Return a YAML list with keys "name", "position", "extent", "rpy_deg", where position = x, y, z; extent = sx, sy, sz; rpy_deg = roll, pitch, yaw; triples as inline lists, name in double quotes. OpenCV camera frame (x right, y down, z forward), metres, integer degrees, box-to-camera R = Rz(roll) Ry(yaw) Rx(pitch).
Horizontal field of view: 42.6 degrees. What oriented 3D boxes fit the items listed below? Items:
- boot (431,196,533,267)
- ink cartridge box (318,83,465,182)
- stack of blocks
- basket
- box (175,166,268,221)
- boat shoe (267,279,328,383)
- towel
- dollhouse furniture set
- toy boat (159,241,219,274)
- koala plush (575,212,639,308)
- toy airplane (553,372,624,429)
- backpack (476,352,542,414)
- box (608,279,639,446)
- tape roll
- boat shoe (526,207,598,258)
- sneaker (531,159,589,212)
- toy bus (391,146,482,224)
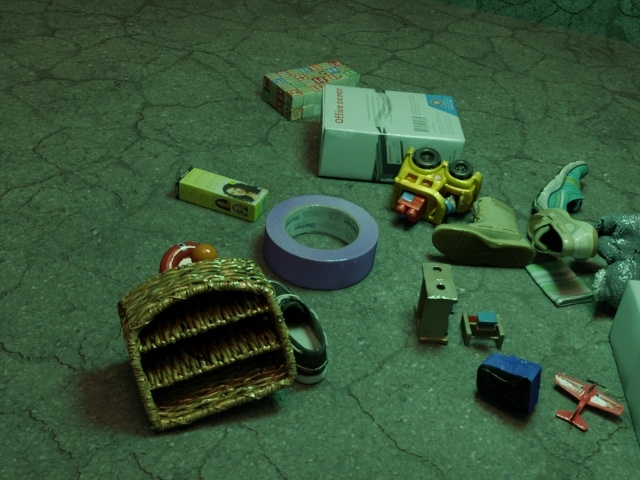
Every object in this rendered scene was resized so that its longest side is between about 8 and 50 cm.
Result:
- name: "boot"
  position: [0.397, -0.034, 2.090]
  extent: [0.261, 0.095, 0.203]
  rpy_deg: [8, 37, -9]
- name: "ink cartridge box"
  position: [0.192, -0.306, 2.374]
  extent: [0.394, 0.166, 0.285]
  rpy_deg: [5, 35, -3]
- name: "stack of blocks"
  position: [-0.018, -0.489, 2.658]
  extent: [0.297, 0.087, 0.171]
  rpy_deg: [-19, 43, -31]
- name: "basket"
  position: [-0.217, 0.181, 1.566]
  extent: [0.299, 0.214, 0.223]
  rpy_deg: [-16, 39, -13]
- name: "box"
  position: [-0.258, -0.122, 2.140]
  extent: [0.232, 0.058, 0.087]
  rpy_deg: [16, 37, 14]
- name: "boat shoe"
  position: [-0.058, 0.168, 1.747]
  extent: [0.114, 0.091, 0.302]
  rpy_deg: [-12, 40, -24]
- name: "towel"
  position: [0.585, 0.100, 2.006]
  extent: [0.113, 0.023, 0.152]
  rpy_deg: [-7, 38, -19]
- name: "dollhouse furniture set"
  position: [0.311, 0.141, 1.812]
  extent: [0.183, 0.129, 0.129]
  rpy_deg: [3, 36, -3]
- name: "toy boat"
  position: [-0.256, 0.071, 1.796]
  extent: [0.151, 0.151, 0.231]
  rpy_deg: [-21, 44, -34]
- name: "koala plush"
  position: [0.718, 0.066, 1.951]
  extent: [0.196, 0.203, 0.221]
  rpy_deg: [21, 57, -6]
- name: "toy airplane"
  position: [0.537, 0.332, 1.674]
  extent: [0.151, 0.028, 0.151]
  rpy_deg: [3, 35, -2]
- name: "backpack"
  position: [0.382, 0.283, 1.663]
  extent: [0.120, 0.098, 0.101]
  rpy_deg: [13, 25, 31]
- name: "box"
  position: [0.751, 0.261, 1.689]
  extent: [0.214, 0.168, 0.345]
  rpy_deg: [8, 36, 2]
- name: "tape roll"
  position: [0.000, 0.000, 1.990]
  extent: [0.274, 0.090, 0.275]
  rpy_deg: [4, 36, -3]
- name: "boat shoe"
  position: [0.569, -0.016, 2.024]
  extent: [0.098, 0.109, 0.302]
  rpy_deg: [-5, 13, -10]
- name: "sneaker"
  position: [0.687, -0.132, 2.302]
  extent: [0.110, 0.107, 0.275]
  rpy_deg: [41, 49, 11]
- name: "toy bus"
  position: [0.292, -0.118, 2.169]
  extent: [0.220, 0.149, 0.211]
  rpy_deg: [21, 51, 14]
